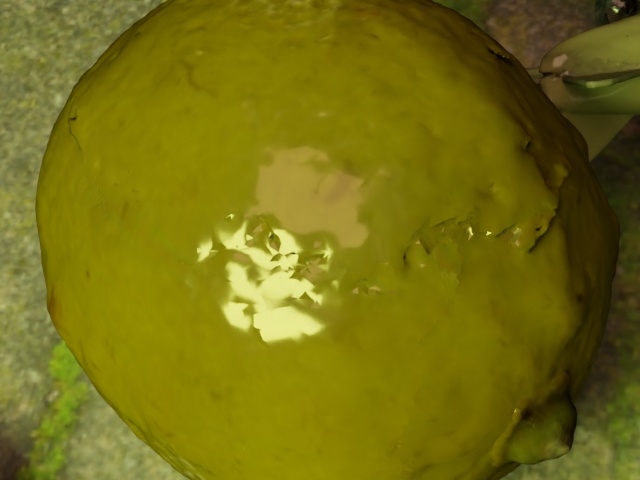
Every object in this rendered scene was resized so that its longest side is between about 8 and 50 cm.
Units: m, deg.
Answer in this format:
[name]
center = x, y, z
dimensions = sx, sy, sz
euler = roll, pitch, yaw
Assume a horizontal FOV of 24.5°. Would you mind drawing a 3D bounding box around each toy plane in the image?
[toy plane]
center = 0.207, -0.101, 0.760
dimensions = 0.244, 0.229, 0.092
euler = -17, 101, -23

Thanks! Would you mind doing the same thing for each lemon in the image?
[lemon]
center = -0.002, -0.001, 0.691
dimensions = 0.260, 0.260, 0.284
euler = -22, 64, 0
